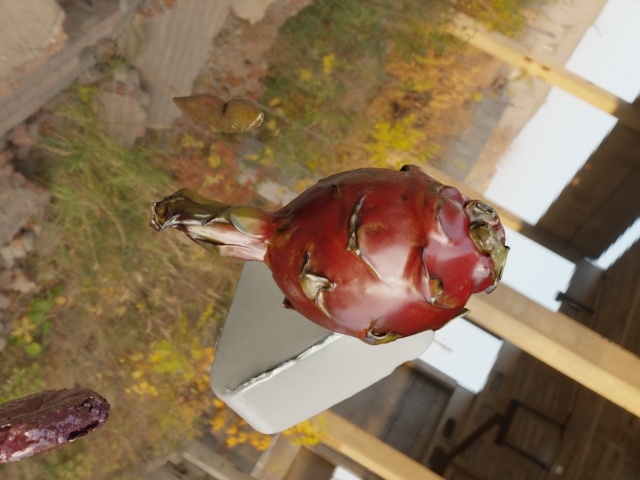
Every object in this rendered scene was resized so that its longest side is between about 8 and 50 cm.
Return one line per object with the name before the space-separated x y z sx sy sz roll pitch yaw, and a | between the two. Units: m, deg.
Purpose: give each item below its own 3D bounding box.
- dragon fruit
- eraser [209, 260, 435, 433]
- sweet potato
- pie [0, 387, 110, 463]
dragon fruit | 0.000 0.000 0.518 0.125 0.246 0.125 -80 178 -55
eraser | 0.014 0.119 1.156 0.331 0.331 0.150 -57 133 -22
sweet potato | -0.166 -0.209 1.238 0.051 0.218 0.065 -49 135 -28
pie | -0.253 0.158 0.650 0.153 0.038 0.153 -15 -179 0
